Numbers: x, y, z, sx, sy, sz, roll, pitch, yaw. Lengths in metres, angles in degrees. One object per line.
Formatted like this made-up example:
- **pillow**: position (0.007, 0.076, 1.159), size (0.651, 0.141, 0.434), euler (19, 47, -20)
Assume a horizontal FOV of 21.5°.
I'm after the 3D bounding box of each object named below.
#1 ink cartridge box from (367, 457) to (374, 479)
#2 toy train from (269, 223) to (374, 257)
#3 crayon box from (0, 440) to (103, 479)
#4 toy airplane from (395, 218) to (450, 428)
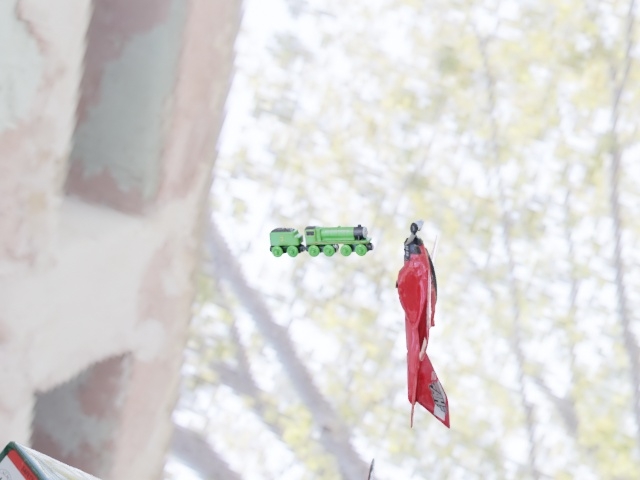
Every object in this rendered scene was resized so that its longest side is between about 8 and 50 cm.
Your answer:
- **ink cartridge box**: position (0.002, 0.156, 0.825), size (0.115, 0.029, 0.063), euler (-66, -14, -67)
- **toy train**: position (0.000, 0.000, 1.272), size (0.017, 0.083, 0.024), euler (-38, -56, -68)
- **crayon box**: position (-0.074, 0.331, 1.252), size (0.106, 0.363, 0.313), euler (-51, -38, 3)
- **toy airplane**: position (0.066, 0.057, 1.115), size (0.151, 0.028, 0.151), euler (-4, -90, -82)
